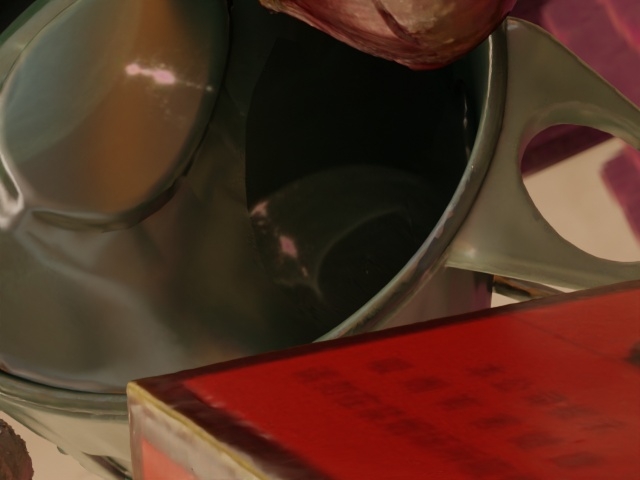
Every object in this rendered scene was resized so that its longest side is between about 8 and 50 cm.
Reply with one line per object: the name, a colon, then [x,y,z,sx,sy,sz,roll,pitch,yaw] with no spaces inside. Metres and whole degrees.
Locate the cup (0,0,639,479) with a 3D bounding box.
cup: [-0.018,0.017,0.890,0.401,0.310,0.392,39,168,22]

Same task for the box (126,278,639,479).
box: [0.089,0.060,0.437,0.153,0.240,0.074,14,111,63]

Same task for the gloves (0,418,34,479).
gloves: [-0.230,0.148,0.997,0.110,0.094,0.144,26,-147,-6]

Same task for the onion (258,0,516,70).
onion: [0.009,-0.175,0.683,0.206,0.151,0.098,40,170,11]
